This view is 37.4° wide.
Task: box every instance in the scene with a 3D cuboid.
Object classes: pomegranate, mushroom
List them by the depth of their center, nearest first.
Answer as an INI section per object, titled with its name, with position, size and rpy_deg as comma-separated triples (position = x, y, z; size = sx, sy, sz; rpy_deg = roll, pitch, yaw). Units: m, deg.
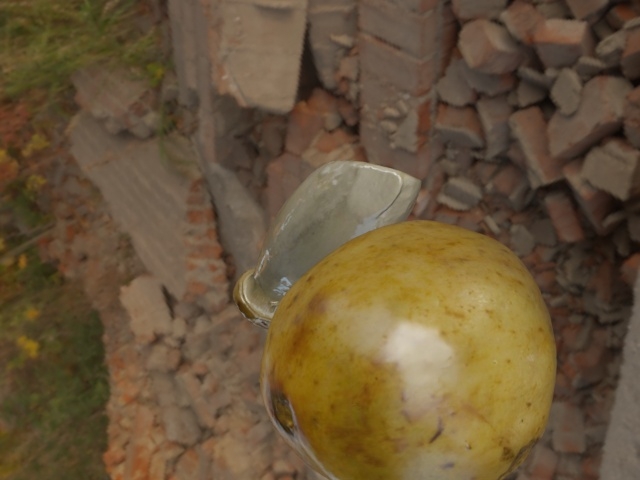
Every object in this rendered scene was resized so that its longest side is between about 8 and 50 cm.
[pomegranate]
position = 0.079, 0.103, 0.821
size = 0.260, 0.260, 0.260
rpy_deg = 36, 144, 32
[mushroom]
position = 0.000, 0.000, 1.174
size = 0.128, 0.128, 0.350
rpy_deg = 51, 136, 10
